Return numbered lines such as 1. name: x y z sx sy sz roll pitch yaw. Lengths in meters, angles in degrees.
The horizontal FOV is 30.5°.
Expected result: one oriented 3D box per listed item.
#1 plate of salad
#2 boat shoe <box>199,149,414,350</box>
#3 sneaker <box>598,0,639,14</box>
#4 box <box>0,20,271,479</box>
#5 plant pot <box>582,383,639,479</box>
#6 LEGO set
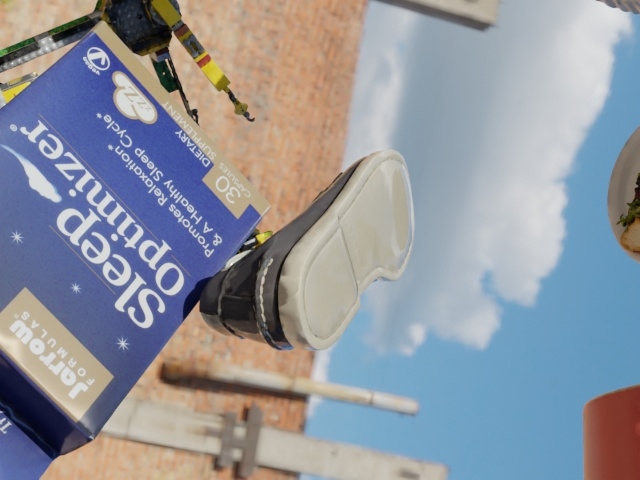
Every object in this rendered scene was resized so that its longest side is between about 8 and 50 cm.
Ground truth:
1. plate of salad: 0.386 -0.066 1.270 0.200 0.048 0.200 -28 -127 45
2. boat shoe: 0.000 0.000 0.638 0.206 0.065 0.075 -45 127 -61
3. sneaker: 0.197 -0.251 0.833 0.094 0.235 0.153 67 30 -69
4. box: -0.123 0.002 0.562 0.036 0.136 0.225 -30 -162 42
5. plant pot: 0.377 0.266 1.163 0.275 0.275 0.243 135 -49 -63
6. LEGO set: -0.164 -0.045 0.930 0.192 0.255 0.331 -140 -144 -67
